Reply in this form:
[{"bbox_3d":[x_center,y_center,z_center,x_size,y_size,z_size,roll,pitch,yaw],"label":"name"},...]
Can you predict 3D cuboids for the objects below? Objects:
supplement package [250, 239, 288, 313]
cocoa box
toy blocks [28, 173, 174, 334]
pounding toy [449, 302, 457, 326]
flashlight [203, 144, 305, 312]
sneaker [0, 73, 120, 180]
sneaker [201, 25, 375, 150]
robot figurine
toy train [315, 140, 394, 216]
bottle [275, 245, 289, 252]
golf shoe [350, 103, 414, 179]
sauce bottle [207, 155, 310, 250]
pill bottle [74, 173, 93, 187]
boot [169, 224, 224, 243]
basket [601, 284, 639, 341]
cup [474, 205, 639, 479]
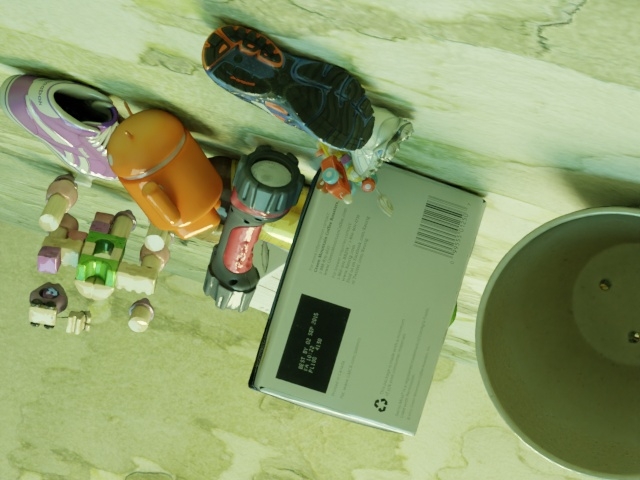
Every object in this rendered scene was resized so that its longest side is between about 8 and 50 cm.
[{"bbox_3d":[-0.075,0.045,2.324,0.105,0.105,0.179,25,136,-36],"label":"supplement package"},{"bbox_3d":[0.057,0.080,1.764,0.231,0.347,0.228,18,171,-5],"label":"cocoa box"},{"bbox_3d":[-0.460,0.013,2.679,0.288,0.309,0.260,11,-147,-3],"label":"toy blocks"},{"bbox_3d":[0.176,0.030,2.092,0.183,0.110,0.237,23,150,55],"label":"pounding toy"},{"bbox_3d":[-0.106,-0.006,1.889,0.103,0.103,0.304,15,135,-5],"label":"flashlight"},{"bbox_3d":[-0.339,-0.161,1.890,0.161,0.102,0.282,6,165,39],"label":"sneaker"},{"bbox_3d":[-0.036,-0.170,1.372,0.221,0.083,0.087,30,175,-19],"label":"sneaker"},{"bbox_3d":[-0.230,-0.104,1.827,0.128,0.158,0.219,7,141,43],"label":"robot figurine"},{"bbox_3d":[0.030,-0.081,1.593,0.046,0.125,0.166,-27,155,21],"label":"toy train"},{"bbox_3d":[0.000,0.000,2.188,0.118,0.092,0.283,11,168,40],"label":"bottle"},{"bbox_3d":[0.055,-0.129,1.493,0.086,0.069,0.176,37,165,-2],"label":"golf shoe"},{"bbox_3d":[-0.122,-0.067,1.979,0.344,0.111,0.111,19,171,-13],"label":"sauce bottle"},{"bbox_3d":[-0.407,-0.137,2.189,0.043,0.083,0.043,18,170,3],"label":"pill bottle"},{"bbox_3d":[-0.148,-0.023,2.396,0.269,0.089,0.236,17,174,-9],"label":"boot"},{"bbox_3d":[0.471,0.095,1.861,0.299,0.223,0.213,13,137,26],"label":"basket"},{"bbox_3d":[0.380,0.104,1.550,0.331,0.331,0.237,15,-165,17],"label":"cup"}]
